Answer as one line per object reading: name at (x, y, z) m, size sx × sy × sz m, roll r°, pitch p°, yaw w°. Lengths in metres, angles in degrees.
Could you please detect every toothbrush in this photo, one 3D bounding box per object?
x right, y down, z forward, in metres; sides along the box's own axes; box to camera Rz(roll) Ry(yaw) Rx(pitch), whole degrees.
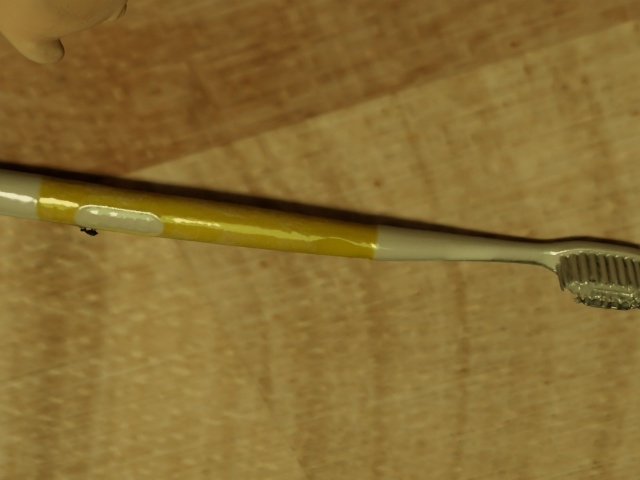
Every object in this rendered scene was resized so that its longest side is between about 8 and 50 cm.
toothbrush at (0.000, 0.000, 0.548) m, size 0.288 × 0.024 × 0.021 m, roll 7°, pitch 132°, yaw -8°

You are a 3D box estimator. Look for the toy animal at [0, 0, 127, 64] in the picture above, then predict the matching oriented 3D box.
toy animal at (-0.099, -0.119, 0.419) m, size 0.082 × 0.091 × 0.114 m, roll -5°, pitch 123°, yaw 40°
